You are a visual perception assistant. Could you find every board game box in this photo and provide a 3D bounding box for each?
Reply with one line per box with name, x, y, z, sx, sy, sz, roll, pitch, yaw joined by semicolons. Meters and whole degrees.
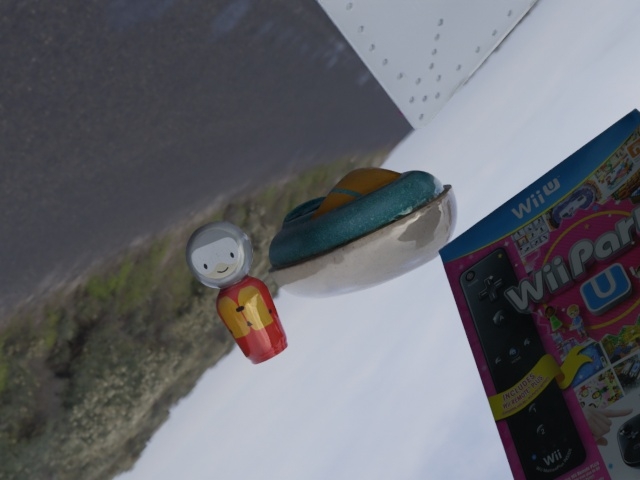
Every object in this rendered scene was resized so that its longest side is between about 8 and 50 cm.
board game box;0.175;-0.412;1.230;0.390;0.050;0.390;-49;138;-1
board game box;0.237;0.076;0.686;0.224;0.097;0.303;-39;-141;26

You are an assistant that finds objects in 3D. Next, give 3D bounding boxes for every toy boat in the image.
toy boat;0.000;0.000;0.943;0.318;0.148;0.267;-31;-173;-41
